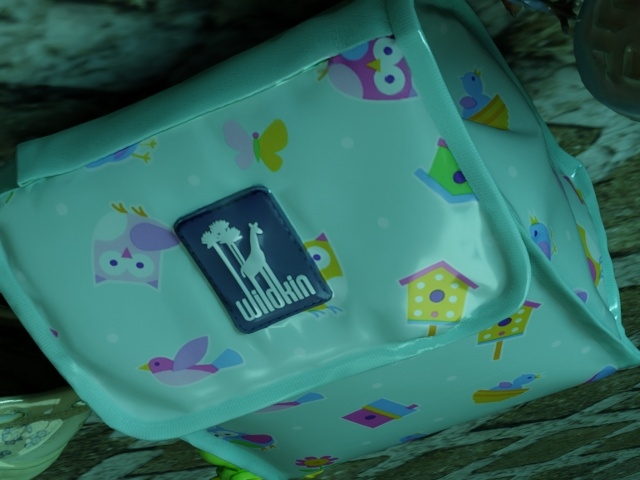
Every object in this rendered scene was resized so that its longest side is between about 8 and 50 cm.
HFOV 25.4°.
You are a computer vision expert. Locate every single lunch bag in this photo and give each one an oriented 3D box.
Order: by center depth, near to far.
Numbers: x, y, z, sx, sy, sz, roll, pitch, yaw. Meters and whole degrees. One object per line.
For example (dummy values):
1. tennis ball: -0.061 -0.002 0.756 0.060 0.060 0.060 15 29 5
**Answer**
1. lunch bag: 0.000 0.000 0.653 0.223 0.160 0.262 -21 150 20

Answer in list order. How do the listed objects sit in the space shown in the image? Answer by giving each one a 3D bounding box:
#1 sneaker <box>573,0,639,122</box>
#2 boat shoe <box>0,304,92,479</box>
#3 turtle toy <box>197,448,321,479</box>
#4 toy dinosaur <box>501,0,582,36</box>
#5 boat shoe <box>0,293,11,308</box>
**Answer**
1. sneaker: 0.255 -0.128 0.587 0.302 0.108 0.121 -30 154 28
2. boat shoe: -0.233 0.050 0.638 0.285 0.104 0.089 9 145 -36
3. turtle toy: -0.062 0.191 1.267 0.095 0.066 0.130 -25 159 22
4. toy dinosaur: 0.070 -0.110 0.583 0.082 0.047 0.090 14 159 -26
5. boat shoe: -0.156 0.054 0.817 0.066 0.066 0.183 -21 152 24
